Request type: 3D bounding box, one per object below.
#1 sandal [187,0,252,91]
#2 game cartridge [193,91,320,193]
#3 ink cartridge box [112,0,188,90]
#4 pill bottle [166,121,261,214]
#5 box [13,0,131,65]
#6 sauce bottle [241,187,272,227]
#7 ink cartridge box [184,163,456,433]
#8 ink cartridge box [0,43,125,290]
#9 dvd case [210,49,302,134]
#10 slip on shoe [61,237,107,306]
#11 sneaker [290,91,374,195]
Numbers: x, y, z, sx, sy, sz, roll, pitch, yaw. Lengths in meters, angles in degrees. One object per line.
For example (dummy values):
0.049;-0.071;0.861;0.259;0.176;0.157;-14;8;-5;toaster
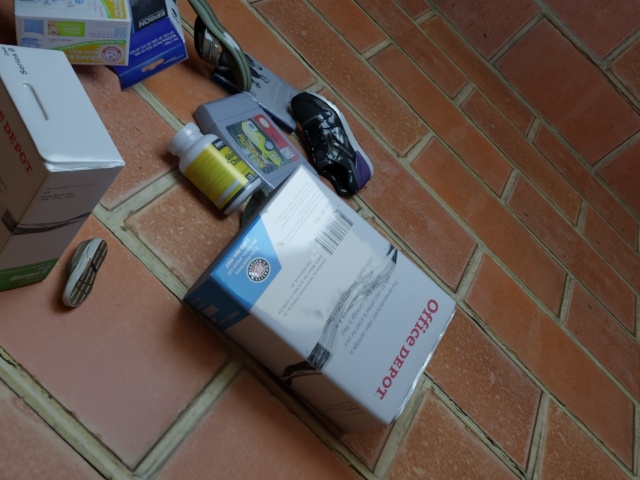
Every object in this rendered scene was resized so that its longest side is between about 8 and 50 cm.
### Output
-0.256;-0.462;1.601;0.302;0.086;0.120;53;-3;-35;sandal
-0.143;-0.204;1.592;0.294;0.060;0.196;49;38;3;game cartridge
-0.388;-0.483;1.503;0.065;0.166;0.332;51;17;-57;ink cartridge box
-0.215;-0.146;1.409;0.184;0.103;0.103;44;35;-5;pill bottle
-0.468;-0.409;1.335;0.203;0.114;0.103;-4;56;-20;box
0.000;0.000;1.491;0.345;0.111;0.111;25;40;-31;sauce bottle
0.007;0.110;1.262;0.395;0.166;0.285;42;59;-8;ink cartridge box
-0.420;-0.093;0.975;0.122;0.289;0.211;-13;66;-51;ink cartridge box
-0.155;-0.386;1.778;0.239;0.029;0.179;33;37;-20;dvd case
-0.378;0.048;1.103;0.041;0.051;0.135;5;48;8;slip on shoe
0.018;-0.237;1.734;0.283;0.107;0.124;50;40;-8;sneaker
